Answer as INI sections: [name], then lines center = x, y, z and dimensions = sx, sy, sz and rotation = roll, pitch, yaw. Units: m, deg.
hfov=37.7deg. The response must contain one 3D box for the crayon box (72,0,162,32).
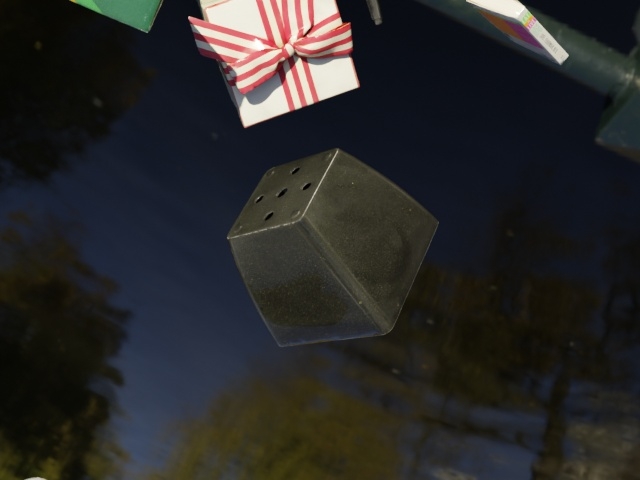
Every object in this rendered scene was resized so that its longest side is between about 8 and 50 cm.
[crayon box]
center = -0.400, -0.417, 1.375
dimensions = 0.323, 0.083, 0.203
rotation = 21, -168, -25

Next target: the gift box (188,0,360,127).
[gift box]
center = -0.096, -0.376, 1.692
dimensions = 0.255, 0.258, 0.276
rotation = -25, 116, -3

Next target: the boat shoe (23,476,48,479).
[boat shoe]
center = -0.362, 0.484, 1.223
dimensions = 0.121, 0.335, 0.119
rotation = -12, 179, 16

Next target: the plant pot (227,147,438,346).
[plant pot]
center = 0.000, 0.000, 1.143
dimensions = 0.187, 0.188, 0.167
rotation = -13, 129, 42

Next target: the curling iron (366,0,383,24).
[curling iron]
center = 0.064, -0.443, 1.505
dimensions = 0.035, 0.068, 0.274
rotation = 2, 153, 14

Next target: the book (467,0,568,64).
[book]
center = 0.282, -0.304, 1.329
dimensions = 0.144, 0.035, 0.096
rotation = 27, -168, -48
